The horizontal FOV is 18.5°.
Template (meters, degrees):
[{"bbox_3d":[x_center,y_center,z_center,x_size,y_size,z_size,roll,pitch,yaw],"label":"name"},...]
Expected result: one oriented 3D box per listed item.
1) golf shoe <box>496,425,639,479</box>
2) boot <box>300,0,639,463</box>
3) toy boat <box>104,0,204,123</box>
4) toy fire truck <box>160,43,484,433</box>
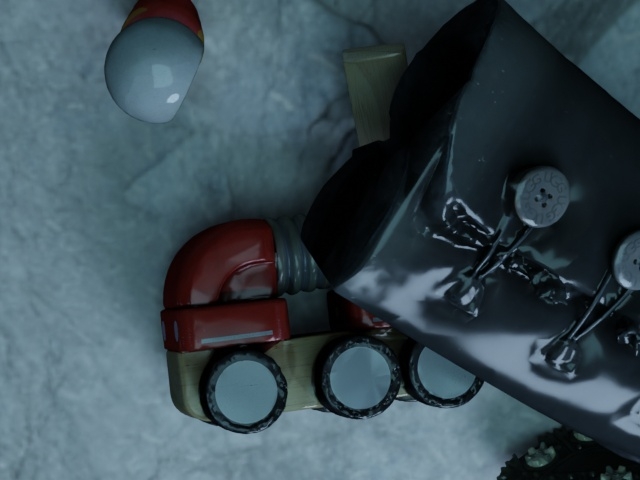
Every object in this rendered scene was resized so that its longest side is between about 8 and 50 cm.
[{"bbox_3d":[0.269,0.194,1.468,0.272,0.105,0.120,-7,116,-6],"label":"golf shoe"},{"bbox_3d":[0.257,-0.027,1.305,0.445,0.146,0.367,32,85,-16],"label":"boot"},{"bbox_3d":[-0.134,-0.235,1.225,0.267,0.148,0.318,-14,113,5],"label":"toy boat"},{"bbox_3d":[0.000,0.000,1.351,0.217,0.158,0.246,-6,89,-13],"label":"toy fire truck"}]
